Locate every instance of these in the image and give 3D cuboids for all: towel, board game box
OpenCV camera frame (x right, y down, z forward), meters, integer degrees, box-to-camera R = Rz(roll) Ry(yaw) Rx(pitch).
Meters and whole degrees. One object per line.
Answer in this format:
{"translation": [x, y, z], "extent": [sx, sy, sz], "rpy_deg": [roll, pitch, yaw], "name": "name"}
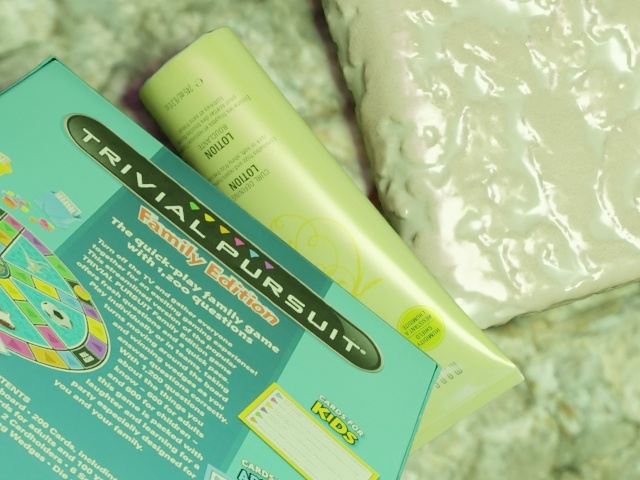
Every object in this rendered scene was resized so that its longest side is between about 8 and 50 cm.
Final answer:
{"translation": [0.156, -0.138, 0.862], "extent": [0.316, 0.053, 0.332], "rpy_deg": [-15, 82, -17], "name": "towel"}
{"translation": [-0.095, 0.072, 0.620], "extent": [0.253, 0.336, 0.079], "rpy_deg": [39, 115, -3], "name": "board game box"}

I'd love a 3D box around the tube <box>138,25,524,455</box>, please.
{"translation": [0.000, 0.000, 0.783], "extent": [0.062, 0.070, 0.240], "rpy_deg": [-37, 90, -24], "name": "tube"}
